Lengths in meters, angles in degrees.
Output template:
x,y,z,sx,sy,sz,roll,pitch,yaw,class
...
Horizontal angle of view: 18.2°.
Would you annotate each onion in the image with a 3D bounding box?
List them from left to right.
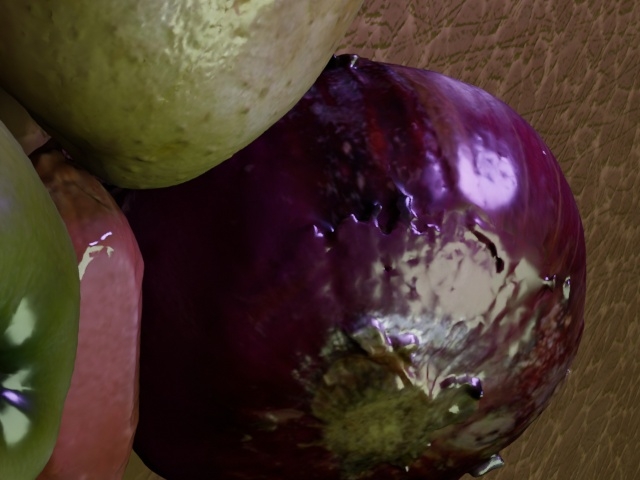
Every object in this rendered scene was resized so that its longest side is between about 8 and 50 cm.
x,y,z,sx,sy,sz,roll,pitch,yaw,class
0.000,0.000,1.390,0.385,0.347,0.348,-108,-167,-48,onion

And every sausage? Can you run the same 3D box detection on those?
x,y,z,sx,sy,sz,roll,pitch,yaw,class
-0.180,0.060,1.212,0.148,0.148,0.254,-33,142,-53,sausage

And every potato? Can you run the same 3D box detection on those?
x,y,z,sx,sy,sz,roll,pitch,yaw,class
-0.097,-0.149,1.128,0.243,0.242,0.285,-66,157,-7,potato

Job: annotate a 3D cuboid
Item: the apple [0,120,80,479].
x,y,z,sx,sy,sz,roll,pitch,yaw,class
-0.247,0.026,0.923,0.279,0.279,0.279,-46,148,-41,apple
